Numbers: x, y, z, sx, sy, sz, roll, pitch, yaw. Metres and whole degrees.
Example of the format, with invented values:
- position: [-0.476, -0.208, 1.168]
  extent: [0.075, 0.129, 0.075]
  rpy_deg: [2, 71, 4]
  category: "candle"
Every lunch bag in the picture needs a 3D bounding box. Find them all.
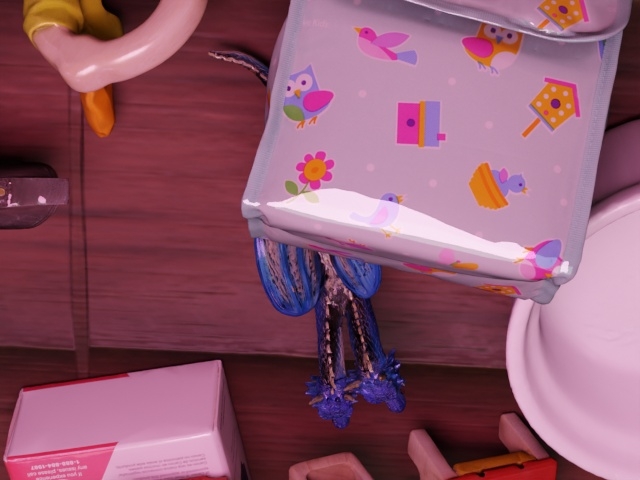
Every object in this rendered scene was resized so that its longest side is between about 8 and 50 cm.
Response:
- position: [0.081, -0.111, 1.145]
  extent: [0.223, 0.160, 0.262]
  rpy_deg: [14, 83, 3]
  category: "lunch bag"

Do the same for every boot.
- position: [-0.321, -0.026, 1.259]
  extent: [0.229, 0.263, 0.091]
  rpy_deg: [-3, 95, -32]
  category: "boot"

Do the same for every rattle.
- position: [-0.093, -0.161, 1.206]
  extent: [0.200, 0.130, 0.142]
  rpy_deg: [-38, 130, -7]
  category: "rattle"

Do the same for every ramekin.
- position: [0.271, 0.039, 1.293]
  extent: [0.277, 0.135, 0.277]
  rpy_deg: [1, 124, 1]
  category: "ramekin"

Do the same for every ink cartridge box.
- position: [-0.142, 0.230, 1.442]
  extent: [0.172, 0.100, 0.237]
  rpy_deg: [-8, 122, 5]
  category: "ink cartridge box"

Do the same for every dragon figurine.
- position: [0.000, 0.000, 1.264]
  extent: [0.085, 0.144, 0.289]
  rpy_deg: [-13, 122, 9]
  category: "dragon figurine"

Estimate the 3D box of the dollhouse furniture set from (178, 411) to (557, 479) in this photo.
- position: [0.015, 0.285, 1.359]
  extent: [0.374, 0.152, 0.201]
  rpy_deg: [-8, 120, -21]
  category: "dollhouse furniture set"
